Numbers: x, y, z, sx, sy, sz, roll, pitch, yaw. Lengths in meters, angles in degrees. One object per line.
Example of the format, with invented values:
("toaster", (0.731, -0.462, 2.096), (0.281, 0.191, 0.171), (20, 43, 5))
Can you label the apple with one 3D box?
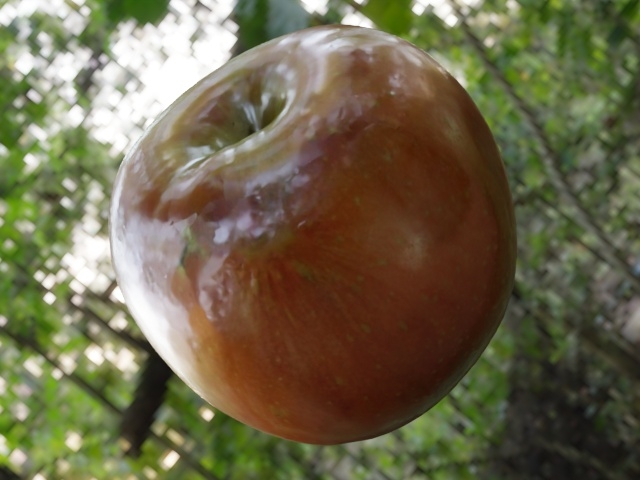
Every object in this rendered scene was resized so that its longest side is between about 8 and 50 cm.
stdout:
("apple", (0.000, 0.000, 0.690), (0.163, 0.139, 0.163), (-26, 30, 16))
